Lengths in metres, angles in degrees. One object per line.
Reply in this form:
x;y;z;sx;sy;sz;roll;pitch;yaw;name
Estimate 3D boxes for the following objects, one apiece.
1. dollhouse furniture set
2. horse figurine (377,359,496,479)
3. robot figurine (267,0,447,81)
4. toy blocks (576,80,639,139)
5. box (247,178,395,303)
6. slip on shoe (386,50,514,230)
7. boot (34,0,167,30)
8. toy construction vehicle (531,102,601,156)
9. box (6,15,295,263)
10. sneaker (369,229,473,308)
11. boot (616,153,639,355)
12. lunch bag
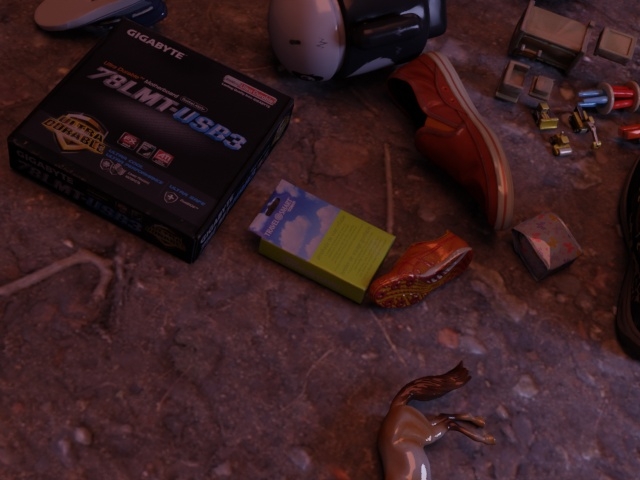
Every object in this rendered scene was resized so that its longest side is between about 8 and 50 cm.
0.389;-0.269;1.634;0.181;0.101;0.161;20;76;1;dollhouse furniture set
0.128;0.269;1.209;0.174;0.066;0.263;10;57;-13;horse figurine
0.056;-0.338;1.544;0.278;0.209;0.174;-17;77;-21;robot figurine
0.491;-0.202;1.615;0.148;0.054;0.123;-6;57;-16;toy blocks
0.000;0.000;1.377;0.178;0.042;0.109;27;54;7;box
0.191;-0.142;1.479;0.101;0.123;0.331;-19;58;-8;slip on shoe
-0.330;-0.341;1.530;0.189;0.086;0.069;-12;64;14;boot
0.388;-0.180;1.589;0.085;0.035;0.098;-5;57;-15;toy construction vehicle
-0.229;-0.151;1.416;0.295;0.073;0.293;28;56;6;box
0.129;0.041;1.377;0.175;0.064;0.067;-24;48;-33;sneaker
0.517;-0.052;1.375;0.138;0.284;0.378;21;55;2;boot
0.319;0.005;1.438;0.071;0.053;0.083;-24;74;-23;lunch bag
